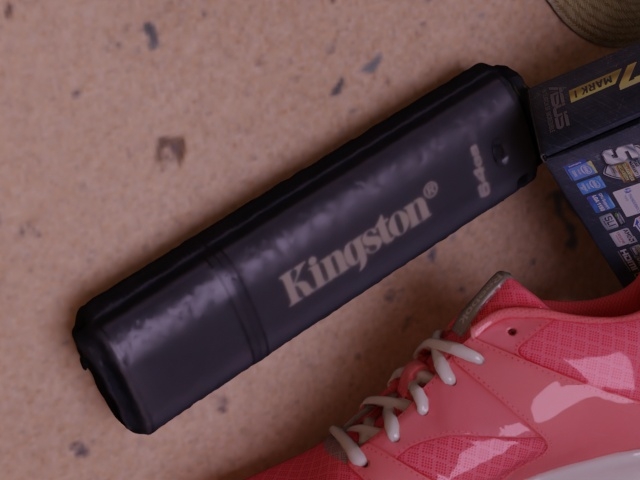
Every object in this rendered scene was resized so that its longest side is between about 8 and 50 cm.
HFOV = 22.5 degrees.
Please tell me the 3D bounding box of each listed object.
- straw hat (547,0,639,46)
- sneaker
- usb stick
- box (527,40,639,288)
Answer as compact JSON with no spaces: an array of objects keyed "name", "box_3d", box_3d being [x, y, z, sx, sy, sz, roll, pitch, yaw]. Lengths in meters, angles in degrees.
[{"name":"straw hat","box_3d":[0.184,-0.171,0.880,0.144,0.061,0.144,-7,104,-28]},{"name":"sneaker","box_3d":[0.075,0.087,0.837,0.314,0.116,0.136,-15,104,-11]},{"name":"usb stick","box_3d":[0.000,0.000,0.824,0.278,0.045,0.077,-33,115,-20]},{"name":"box","box_3d":[0.242,-0.026,0.868,0.183,0.059,0.232,-22,134,18]}]
